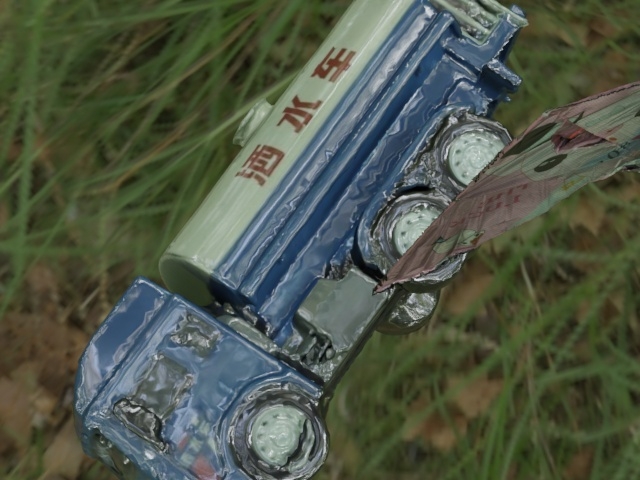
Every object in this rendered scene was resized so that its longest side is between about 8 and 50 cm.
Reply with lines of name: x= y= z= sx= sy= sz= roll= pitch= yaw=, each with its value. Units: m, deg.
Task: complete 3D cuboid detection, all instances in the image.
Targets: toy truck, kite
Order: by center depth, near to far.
kite: x=0.071 y=-0.018 z=0.409 sx=0.137 sy=0.152 sz=0.005 roll=-27 pitch=74 yaw=18
toy truck: x=0.000 y=0.000 z=0.579 sx=0.088 sy=0.074 sz=0.202 roll=35 pitch=73 yaw=4
